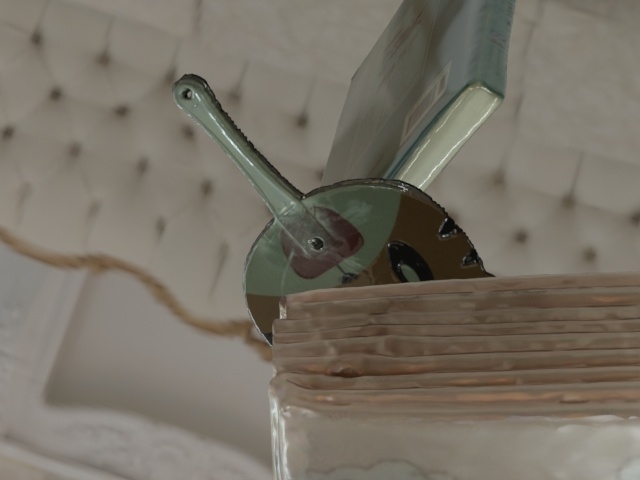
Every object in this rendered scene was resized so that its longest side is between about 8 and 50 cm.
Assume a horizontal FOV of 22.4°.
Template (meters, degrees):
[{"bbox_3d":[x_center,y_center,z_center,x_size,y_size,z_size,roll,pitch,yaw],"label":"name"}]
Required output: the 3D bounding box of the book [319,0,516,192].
[{"bbox_3d":[0.069,-0.117,1.211,0.031,0.379,0.264,30,126,-11],"label":"book"}]

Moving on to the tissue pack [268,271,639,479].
[{"bbox_3d":[0.070,0.154,0.587,0.170,0.071,0.325,0,130,0],"label":"tissue pack"}]

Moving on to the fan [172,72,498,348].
[{"bbox_3d":[0.000,0.000,0.860,0.152,0.008,0.226,-35,100,33],"label":"fan"}]
